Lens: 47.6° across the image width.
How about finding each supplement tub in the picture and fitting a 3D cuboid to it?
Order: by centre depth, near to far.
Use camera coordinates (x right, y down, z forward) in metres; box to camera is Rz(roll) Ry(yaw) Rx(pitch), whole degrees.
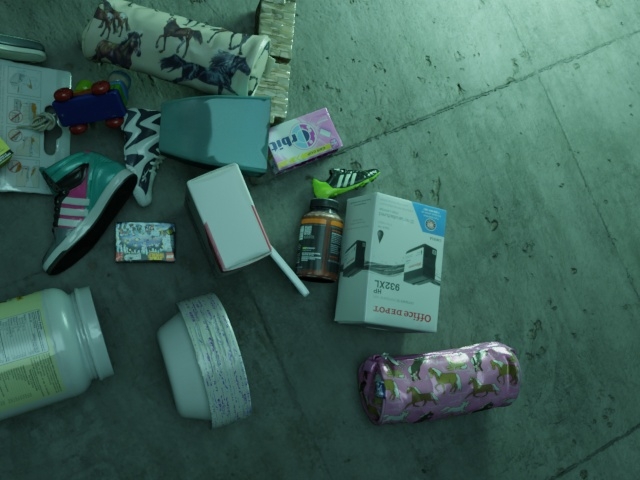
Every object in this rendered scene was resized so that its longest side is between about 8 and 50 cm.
[{"bbox_3d":[-0.611,0.233,1.491,0.325,0.235,0.235,-16,87,-17],"label":"supplement tub"},{"bbox_3d":[0.000,0.000,1.757,0.106,0.106,0.197,9,80,-14],"label":"supplement tub"}]

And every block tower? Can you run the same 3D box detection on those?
[{"bbox_3d":[-0.123,-0.441,1.795,0.091,0.097,0.335,7,82,-14],"label":"block tower"}]

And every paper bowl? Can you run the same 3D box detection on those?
[{"bbox_3d":[-0.259,0.264,1.556,0.148,0.284,0.284,-15,86,-16],"label":"paper bowl"}]

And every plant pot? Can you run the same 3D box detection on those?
[{"bbox_3d":[-0.238,-0.235,1.621,0.234,0.165,0.165,3,90,-10],"label":"plant pot"}]

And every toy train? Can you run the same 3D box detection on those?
[{"bbox_3d":[-0.556,-0.317,1.650,0.248,0.143,0.105,-8,127,8],"label":"toy train"}]

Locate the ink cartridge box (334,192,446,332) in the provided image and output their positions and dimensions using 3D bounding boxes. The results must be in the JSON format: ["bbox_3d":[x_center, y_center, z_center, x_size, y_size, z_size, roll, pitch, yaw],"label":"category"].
[{"bbox_3d":[0.172,0.061,1.756,0.223,0.129,0.307,12,79,-31],"label":"ink cartridge box"}]

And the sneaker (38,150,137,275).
[{"bbox_3d":[-0.560,-0.082,1.604,0.178,0.124,0.295,39,94,7],"label":"sneaker"}]

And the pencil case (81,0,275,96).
[{"bbox_3d":[-0.315,-0.434,1.651,0.410,0.183,0.159,15,122,-1],"label":"pencil case"}]

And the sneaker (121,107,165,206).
[{"bbox_3d":[-0.375,-0.201,1.690,0.153,0.094,0.235,-9,75,-8],"label":"sneaker"}]

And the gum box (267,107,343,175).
[{"bbox_3d":[-0.046,-0.247,1.802,0.188,0.062,0.107,-23,89,-17],"label":"gum box"}]

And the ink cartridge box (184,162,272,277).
[{"bbox_3d":[-0.211,-0.032,1.614,0.117,0.283,0.207,-23,88,-13],"label":"ink cartridge box"}]

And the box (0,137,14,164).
[{"bbox_3d":[-0.750,-0.248,1.524,0.058,0.087,0.232,-45,106,-28],"label":"box"}]

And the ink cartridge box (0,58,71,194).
[{"bbox_3d":[-0.765,-0.254,1.619,0.385,0.091,0.308,3,80,-32],"label":"ink cartridge box"}]

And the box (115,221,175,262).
[{"bbox_3d":[-0.406,0.005,1.687,0.137,0.027,0.093,0,83,-15],"label":"box"}]

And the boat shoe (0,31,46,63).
[{"bbox_3d":[-0.772,-0.466,1.612,0.320,0.116,0.099,8,84,-9],"label":"boat shoe"}]

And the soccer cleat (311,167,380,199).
[{"bbox_3d":[0.064,-0.156,1.822,0.179,0.060,0.072,-22,87,-14],"label":"soccer cleat"}]

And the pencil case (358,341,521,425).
[{"bbox_3d":[0.292,0.343,1.763,0.386,0.167,0.160,-4,51,-16],"label":"pencil case"}]

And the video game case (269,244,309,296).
[{"bbox_3d":[-0.087,0.065,1.705,0.019,0.143,0.157,-40,93,-6],"label":"video game case"}]
